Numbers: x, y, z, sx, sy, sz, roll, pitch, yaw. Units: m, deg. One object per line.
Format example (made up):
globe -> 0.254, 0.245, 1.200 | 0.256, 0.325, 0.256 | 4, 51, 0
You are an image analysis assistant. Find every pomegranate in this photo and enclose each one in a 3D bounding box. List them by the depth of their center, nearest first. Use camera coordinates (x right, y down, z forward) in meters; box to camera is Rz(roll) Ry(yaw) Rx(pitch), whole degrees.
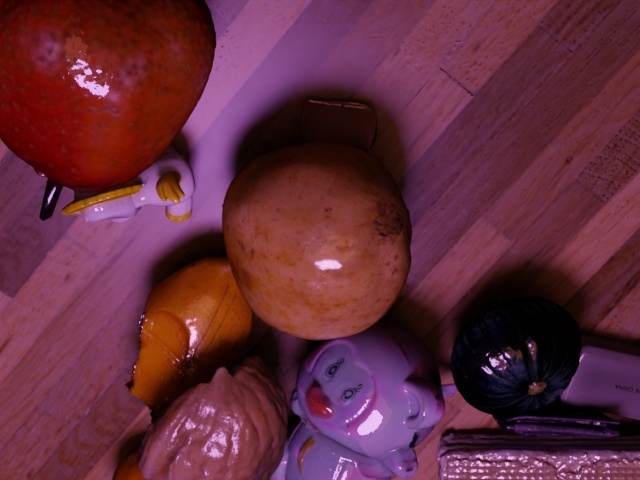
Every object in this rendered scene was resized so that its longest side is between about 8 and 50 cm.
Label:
pomegranate -> 0.000, 0.000, 1.582 | 0.260, 0.260, 0.261 | -1, 114, -3

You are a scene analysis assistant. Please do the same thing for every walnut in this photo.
walnut -> -0.117, 0.262, 1.653 | 0.141, 0.238, 0.204 | 45, 103, 19

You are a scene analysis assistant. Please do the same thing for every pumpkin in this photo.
pumpkin -> 0.271, 0.162, 1.710 | 0.194, 0.150, 0.194 | -10, 111, -26

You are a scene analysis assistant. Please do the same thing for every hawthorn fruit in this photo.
hawthorn fruit -> -0.286, -0.183, 1.462 | 0.284, 0.285, 0.369 | 19, 115, -11

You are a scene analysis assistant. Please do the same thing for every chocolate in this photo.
chocolate -> 0.023, -0.149, 1.622 | 0.100, 0.031, 0.065 | 3, 73, -3

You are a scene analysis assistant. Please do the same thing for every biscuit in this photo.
biscuit -> 0.386, 0.354, 1.822 | 0.425, 0.078, 0.144 | -2, 114, 5

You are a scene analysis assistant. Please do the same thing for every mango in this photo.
mango -> -0.178, 0.127, 1.689 | 0.153, 0.126, 0.252 | 26, 108, -11

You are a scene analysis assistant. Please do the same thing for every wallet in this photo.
wallet -> 0.340, 0.264, 1.789 | 0.165, 0.111, 0.030 | 3, 89, -3

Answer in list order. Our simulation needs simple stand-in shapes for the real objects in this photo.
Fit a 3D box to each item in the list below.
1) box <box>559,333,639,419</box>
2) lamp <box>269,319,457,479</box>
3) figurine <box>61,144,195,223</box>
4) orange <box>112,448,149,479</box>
box -> 0.473, 0.210, 1.800 | 0.243, 0.055, 0.103 | 13, 112, -8
lamp -> 0.070, 0.251, 1.731 | 0.247, 0.247, 0.301 | -3, 126, -35
figurine -> -0.250, -0.063, 1.599 | 0.178, 0.129, 0.109 | -11, 98, 4
orange -> -0.225, 0.363, 1.786 | 0.159, 0.159, 0.136 | 39, 66, -18
